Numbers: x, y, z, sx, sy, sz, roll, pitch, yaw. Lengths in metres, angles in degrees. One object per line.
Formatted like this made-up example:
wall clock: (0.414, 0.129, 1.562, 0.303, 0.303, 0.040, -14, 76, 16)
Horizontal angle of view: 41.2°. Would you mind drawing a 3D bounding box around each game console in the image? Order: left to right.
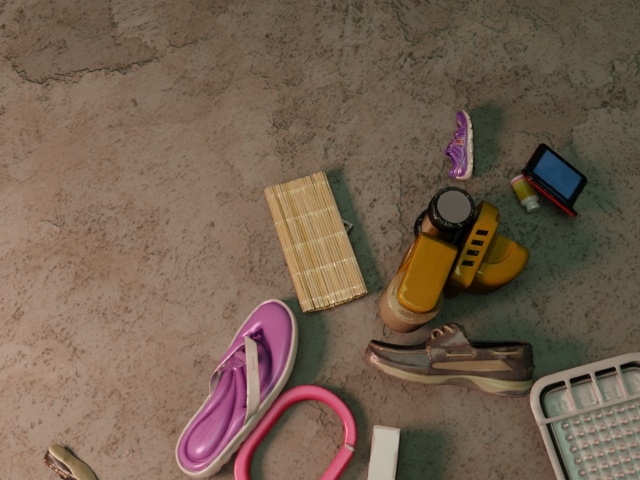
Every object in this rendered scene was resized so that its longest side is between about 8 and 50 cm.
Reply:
game console: (0.528, -0.136, 1.894, 0.144, 0.124, 0.085, 37, 104, -6)

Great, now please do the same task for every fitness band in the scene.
fitness band: (-0.052, 0.444, 1.794, 0.209, 0.054, 0.291, 35, 77, 15)

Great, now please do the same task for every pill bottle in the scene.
pill bottle: (0.467, -0.106, 1.931, 0.043, 0.043, 0.083, -20, 71, -1)

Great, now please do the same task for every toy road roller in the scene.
toy road roller: (0.291, 0.065, 1.815, 0.241, 0.202, 0.329, 27, 74, 2)

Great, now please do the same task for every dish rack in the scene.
dish rack: (0.593, 0.415, 1.725, 0.286, 0.072, 0.332, -14, 71, -6)

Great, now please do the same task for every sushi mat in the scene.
sushi mat: (-0.013, 0.001, 1.924, 0.151, 0.019, 0.316, -18, 71, -2)

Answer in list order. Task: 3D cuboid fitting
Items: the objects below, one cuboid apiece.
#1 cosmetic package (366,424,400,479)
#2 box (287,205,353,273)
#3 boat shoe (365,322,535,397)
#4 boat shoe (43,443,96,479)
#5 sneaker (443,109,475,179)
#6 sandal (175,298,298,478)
cosmetic package: (0.122, 0.504, 1.735, 0.061, 0.099, 0.239, 5, 72, 10)
box: (0.000, 0.000, 1.948, 0.094, 0.027, 0.137, 31, 77, 13)
boat shoe: (0.273, 0.234, 1.782, 0.356, 0.132, 0.130, 9, 93, -1)
boat shoe: (-0.537, 0.493, 1.830, 0.133, 0.049, 0.042, 36, 106, 8)
sneaker: (0.321, -0.224, 1.973, 0.071, 0.068, 0.169, -1, 72, 11)
sandal: (-0.176, 0.307, 1.801, 0.169, 0.102, 0.416, 17, 73, 32)
